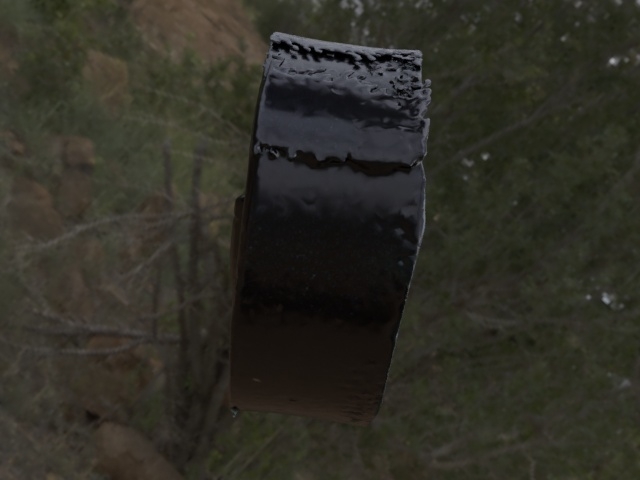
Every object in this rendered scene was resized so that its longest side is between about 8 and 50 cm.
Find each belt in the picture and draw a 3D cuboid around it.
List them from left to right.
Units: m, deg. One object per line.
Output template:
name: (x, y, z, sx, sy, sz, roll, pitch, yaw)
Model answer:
belt: (0.000, 0.000, 0.452, 0.078, 0.198, 0.151, 7, 48, 0)
